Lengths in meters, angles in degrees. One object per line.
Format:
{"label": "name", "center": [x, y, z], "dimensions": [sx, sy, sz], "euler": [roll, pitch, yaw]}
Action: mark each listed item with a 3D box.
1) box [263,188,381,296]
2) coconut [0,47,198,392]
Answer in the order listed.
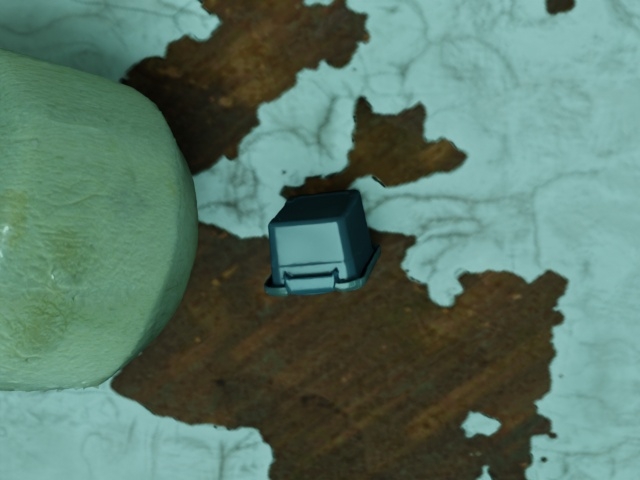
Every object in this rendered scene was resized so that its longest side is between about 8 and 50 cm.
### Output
{"label": "box", "center": [0.000, 0.000, 1.358], "dimensions": [0.074, 0.099, 0.054], "euler": [-3, 106, 12]}
{"label": "coconut", "center": [-0.227, -0.013, 1.285], "dimensions": [0.247, 0.245, 0.245], "euler": [15, 129, -38]}
